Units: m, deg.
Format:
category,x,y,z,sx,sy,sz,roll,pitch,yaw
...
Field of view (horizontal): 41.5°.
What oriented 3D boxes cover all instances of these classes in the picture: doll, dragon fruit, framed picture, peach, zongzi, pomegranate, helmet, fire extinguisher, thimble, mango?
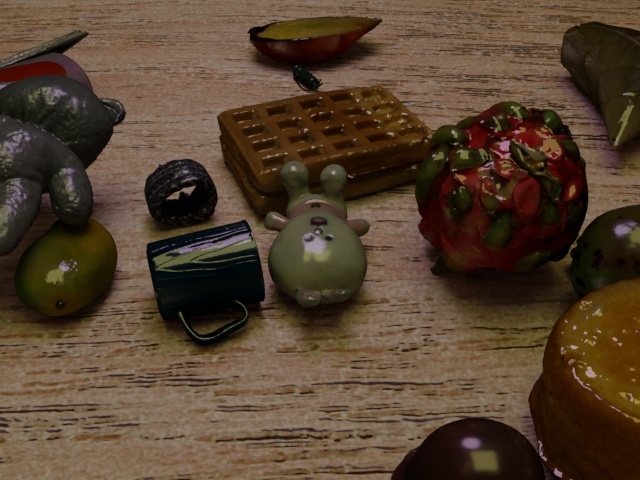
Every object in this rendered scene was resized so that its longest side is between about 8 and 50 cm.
category,x,y,z,sx,sy,sz,roll,pitch,yaw
doll,-0.427,-0.099,1.185,0.246,0.158,0.340,18,54,-4
doll,-0.001,0.007,1.191,0.155,0.113,0.275,0,46,-5
dragon fruit,0.248,-0.072,1.177,0.231,0.236,0.302,-6,10,6
framed picture,-0.589,-0.303,1.536,0.293,0.018,0.231,-36,16,-37
peach,-0.009,-0.416,1.745,0.279,0.068,0.189,-5,31,-4
zongzi,0.507,-0.282,1.530,0.300,0.145,0.274,-34,46,-27
pomegranate,0.424,0.035,1.120,0.179,0.179,0.210,11,9,13
helmet,0.161,0.243,0.894,0.175,0.106,0.155,17,41,26
fire extinguisher,-0.027,-0.314,1.650,0.038,0.025,0.083,-47,48,3
thimble,-0.213,-0.073,1.289,0.104,0.095,0.066,-1,39,-26
mango,-0.345,0.029,1.169,0.122,0.085,0.191,6,40,12

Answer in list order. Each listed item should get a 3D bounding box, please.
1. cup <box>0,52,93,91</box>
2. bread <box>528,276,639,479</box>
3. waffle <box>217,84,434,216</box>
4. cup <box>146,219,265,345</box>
category,x,y,z,sx,sy,sz,roll,pitch,yaw
cup,-0.517,-0.205,1.395,0.203,0.203,0.288,16,34,19
bread,0.375,0.172,0.910,0.312,0.172,0.312,-7,32,4
waffle,0.013,-0.158,1.400,0.328,0.098,0.224,-15,43,-17
cup,-0.151,0.051,1.122,0.138,0.113,0.150,-13,39,-13
